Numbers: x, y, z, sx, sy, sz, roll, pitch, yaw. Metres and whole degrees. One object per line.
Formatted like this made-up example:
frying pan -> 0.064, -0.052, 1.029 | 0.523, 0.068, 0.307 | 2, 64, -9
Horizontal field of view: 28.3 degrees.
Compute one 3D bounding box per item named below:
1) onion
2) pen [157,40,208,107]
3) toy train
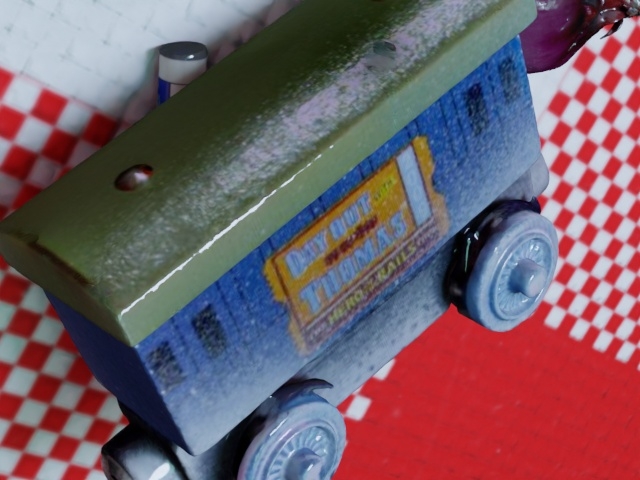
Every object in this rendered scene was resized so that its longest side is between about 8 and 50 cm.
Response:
onion -> 0.131, -0.144, 0.699 | 0.115, 0.105, 0.115 | -59, 163, -30
pen -> -0.079, -0.006, 0.676 | 0.025, 0.025, 0.204 | -9, 119, -31
toy train -> 0.000, 0.000, 0.641 | 0.300, 0.131, 0.202 | -40, 134, -23
